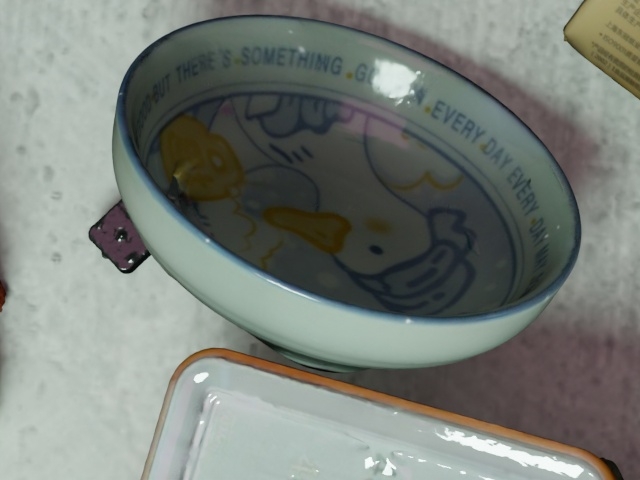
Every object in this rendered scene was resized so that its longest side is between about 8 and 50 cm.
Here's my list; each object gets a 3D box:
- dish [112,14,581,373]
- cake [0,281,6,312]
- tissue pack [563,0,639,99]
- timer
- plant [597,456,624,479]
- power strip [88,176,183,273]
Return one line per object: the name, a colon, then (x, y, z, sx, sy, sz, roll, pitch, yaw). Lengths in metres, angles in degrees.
dish: (0.000, 0.000, 1.106, 0.273, 0.273, 0.133, 25, 125, 4)
cake: (-0.311, -0.055, 1.127, 0.160, 0.158, 0.262, -21, 85, 3)
tissue pack: (0.342, -0.134, 1.107, 0.305, 0.238, 0.238, 38, 86, 6)
timer: (0.026, 0.216, 1.048, 0.250, 0.161, 0.257, 13, 83, 32)
plant: (0.173, 0.185, 1.123, 0.143, 0.094, 0.092, 31, 96, 0)
power strip: (-0.093, -0.027, 1.180, 0.111, 0.029, 0.038, -43, 84, -5)
